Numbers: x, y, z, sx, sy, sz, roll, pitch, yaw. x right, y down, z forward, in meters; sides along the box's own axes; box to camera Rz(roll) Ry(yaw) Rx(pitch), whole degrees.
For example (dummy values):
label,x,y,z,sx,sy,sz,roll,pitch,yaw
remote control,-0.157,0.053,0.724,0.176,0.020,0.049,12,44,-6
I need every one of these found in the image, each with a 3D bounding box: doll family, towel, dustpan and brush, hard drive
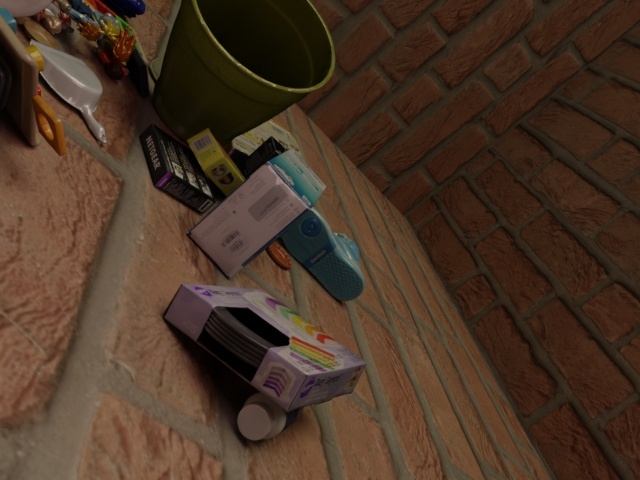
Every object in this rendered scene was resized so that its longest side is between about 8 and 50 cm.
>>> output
label,x,y,z,sx,sy,sz,roll,pitch,yaw
doll family,-0.497,-0.467,1.388,0.263,0.118,0.163,34,21,-49
towel,-0.662,-0.773,1.807,0.308,0.076,0.227,32,15,-51
dustpan and brush,-0.447,-0.268,1.177,0.211,0.060,0.147,46,14,15
hard drive,-0.447,-0.423,1.526,0.135,0.022,0.094,58,-25,32

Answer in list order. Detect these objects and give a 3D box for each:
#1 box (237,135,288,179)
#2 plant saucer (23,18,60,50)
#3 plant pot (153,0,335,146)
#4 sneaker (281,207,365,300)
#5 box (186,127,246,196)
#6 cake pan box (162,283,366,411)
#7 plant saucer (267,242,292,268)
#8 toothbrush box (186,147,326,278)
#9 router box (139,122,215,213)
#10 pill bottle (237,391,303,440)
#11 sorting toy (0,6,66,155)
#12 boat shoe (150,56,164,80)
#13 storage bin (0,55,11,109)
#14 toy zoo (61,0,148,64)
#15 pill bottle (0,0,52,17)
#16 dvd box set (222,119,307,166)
label,x,y,z,sx,sy,sz,roll,pitch,yaw
box,-0.126,-0.156,1.636,0.156,0.158,0.093,41,17,-33
plant saucer,-0.555,-0.401,1.249,0.083,0.015,0.083,47,14,-15
plant pot,-0.218,-0.405,1.488,0.366,0.353,0.366,21,54,-31
sneaker,0.000,0.000,1.702,0.319,0.127,0.208,56,13,-17
box,-0.222,-0.161,1.432,0.087,0.058,0.232,59,1,20
cake pan box,-0.079,0.158,0.984,0.246,0.070,0.267,30,6,24
plant saucer,-0.100,0.035,1.515,0.083,0.013,0.083,46,14,-14
toothbrush box,-0.119,-0.068,1.309,0.126,0.216,0.295,49,13,-7
router box,-0.299,-0.151,1.319,0.133,0.046,0.179,35,20,-45
pill bottle,-0.073,0.248,0.917,0.067,0.067,0.120,52,14,11
sorting toy,-0.444,-0.257,0.907,0.047,0.196,0.347,-31,76,-32
boat shoe,-0.392,-0.413,1.714,0.233,0.084,0.079,49,-26,26
storage bin,-0.500,-0.234,0.848,0.135,0.098,0.091,52,42,8
toy zoo,-0.578,-0.576,1.613,0.293,0.030,0.192,35,20,-48
pill bottle,-0.600,-0.560,1.228,0.162,0.162,0.278,37,19,-43
dvd box set,-0.179,-0.289,1.917,0.308,0.062,0.420,26,24,-32
